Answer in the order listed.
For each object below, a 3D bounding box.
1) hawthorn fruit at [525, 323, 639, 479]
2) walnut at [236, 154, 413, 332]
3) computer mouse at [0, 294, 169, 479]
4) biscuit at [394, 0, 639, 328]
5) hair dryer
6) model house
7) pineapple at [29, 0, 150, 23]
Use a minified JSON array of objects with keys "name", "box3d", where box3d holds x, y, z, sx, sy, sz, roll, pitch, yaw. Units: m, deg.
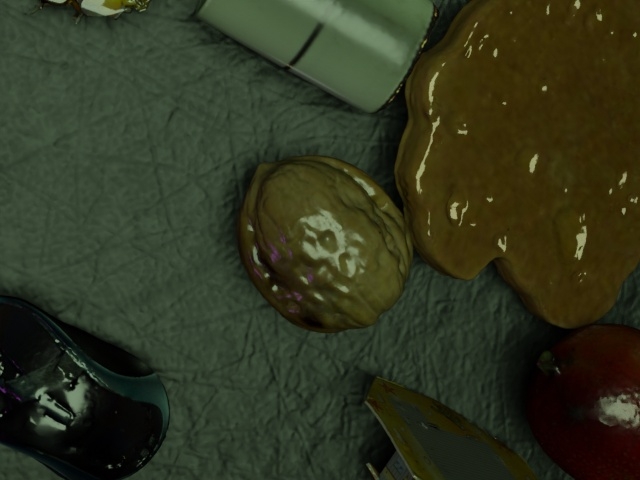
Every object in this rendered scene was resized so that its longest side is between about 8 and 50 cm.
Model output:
[{"name":"hawthorn fruit","box3d":[0.284,0.156,1.497,0.169,0.169,0.188,-46,119,-4]},{"name":"walnut","box3d":[0.000,0.000,1.440,0.155,0.155,0.184,-42,98,-4]},{"name":"computer mouse","box3d":[-0.252,0.148,1.438,0.233,0.096,0.137,30,90,-12]},{"name":"biscuit","box3d":[0.219,-0.091,1.497,0.312,0.057,0.351,5,98,-23]},{"name":"hair dryer","box3d":[0.049,-0.322,1.450,0.203,0.128,0.362,28,82,-11]},{"name":"model house","box3d":[0.105,0.257,1.480,0.207,0.219,0.136,19,111,-37]},{"name":"pineapple","box3d":[-0.205,-0.308,1.417,0.225,0.076,0.225,-1,95,-7]}]
